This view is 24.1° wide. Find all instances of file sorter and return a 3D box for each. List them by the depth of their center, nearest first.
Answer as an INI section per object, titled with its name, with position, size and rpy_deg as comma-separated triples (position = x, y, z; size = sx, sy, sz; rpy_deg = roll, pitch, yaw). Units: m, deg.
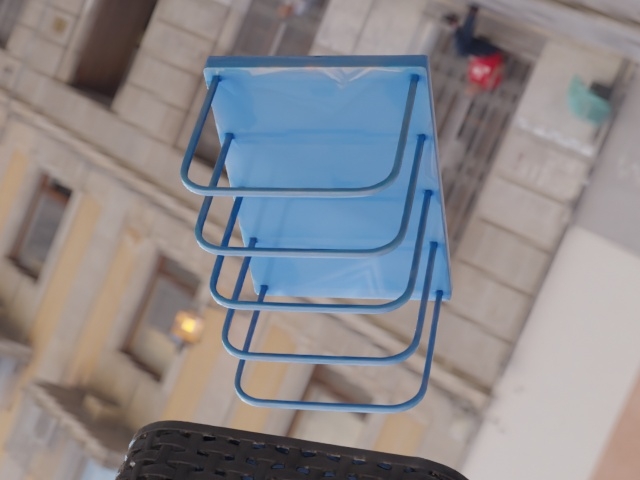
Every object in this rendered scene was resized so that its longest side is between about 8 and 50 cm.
[file sorter]
position = 0.000, 0.000, 0.799
size = 0.118, 0.170, 0.104
rpy_deg = 2, -136, 13

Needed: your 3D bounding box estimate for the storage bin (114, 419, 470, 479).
[storage bin]
position = -0.010, 0.155, 0.507
size = 0.122, 0.180, 0.084
rpy_deg = 7, -136, 13
